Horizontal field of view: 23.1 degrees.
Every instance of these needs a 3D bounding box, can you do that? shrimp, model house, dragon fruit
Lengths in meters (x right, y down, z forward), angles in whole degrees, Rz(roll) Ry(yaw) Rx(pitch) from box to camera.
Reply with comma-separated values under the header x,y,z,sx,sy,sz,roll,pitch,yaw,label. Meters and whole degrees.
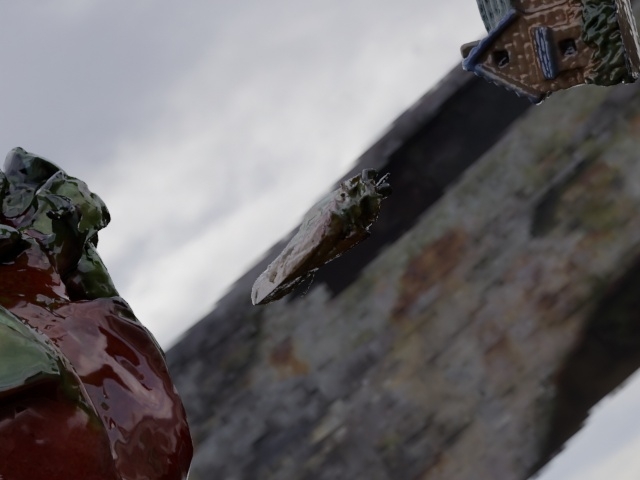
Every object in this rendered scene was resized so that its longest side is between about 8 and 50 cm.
x,y,z,sx,sy,sz,roll,pitch,yaw,label
0.001,0.002,1.354,0.115,0.051,0.217,-57,10,-34,shrimp
0.202,-0.222,1.472,0.172,0.182,0.166,-11,6,19,model house
-0.132,0.060,0.553,0.198,0.269,0.200,4,-27,-3,dragon fruit
